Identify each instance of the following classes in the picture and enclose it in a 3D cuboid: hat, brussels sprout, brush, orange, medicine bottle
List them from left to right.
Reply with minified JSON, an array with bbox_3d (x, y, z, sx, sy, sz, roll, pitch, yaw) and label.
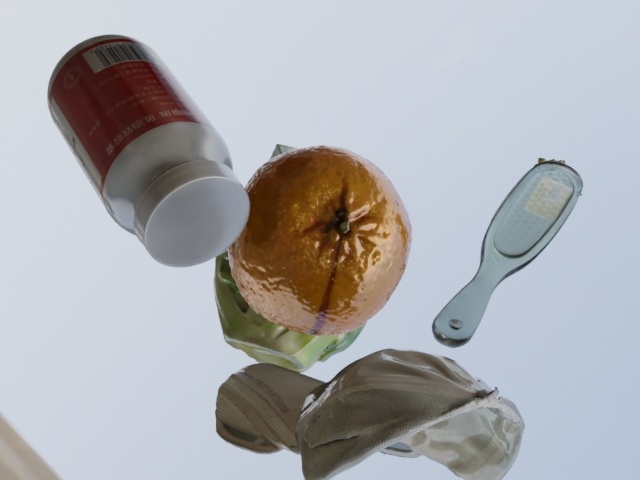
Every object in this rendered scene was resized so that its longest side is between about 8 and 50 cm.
[{"bbox_3d":[-0.171,-0.091,1.069,0.131,0.131,0.250,-35,-129,-3],"label":"medicine bottle"},{"bbox_3d":[-0.031,0.048,1.330,0.223,0.161,0.223,-1,-103,5],"label":"brussels sprout"},{"bbox_3d":[0.000,0.000,1.100,0.193,0.193,0.161,-34,-179,-2],"label":"orange"},{"bbox_3d":[0.041,0.130,0.931,0.226,0.219,0.164,42,-70,41],"label":"hat"},{"bbox_3d":[0.201,0.009,1.210,0.297,0.068,0.060,-61,-176,41],"label":"brush"}]

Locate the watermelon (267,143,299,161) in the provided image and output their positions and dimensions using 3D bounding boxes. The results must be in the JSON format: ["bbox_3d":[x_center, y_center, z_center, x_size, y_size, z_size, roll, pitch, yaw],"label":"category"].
[{"bbox_3d":[-0.045,-0.026,1.703,0.260,0.176,0.256,-45,-158,58],"label":"watermelon"}]
